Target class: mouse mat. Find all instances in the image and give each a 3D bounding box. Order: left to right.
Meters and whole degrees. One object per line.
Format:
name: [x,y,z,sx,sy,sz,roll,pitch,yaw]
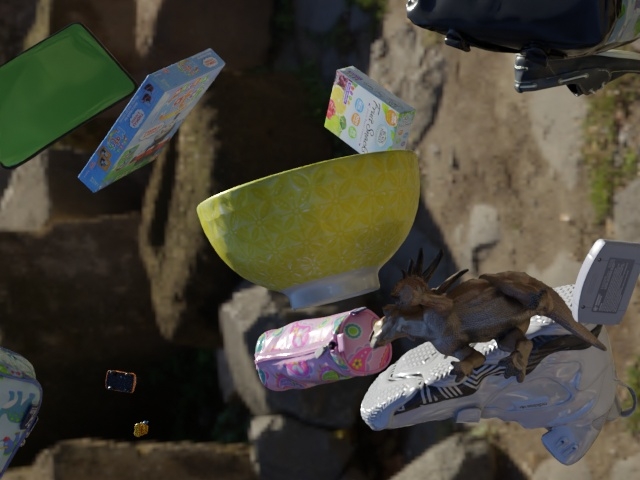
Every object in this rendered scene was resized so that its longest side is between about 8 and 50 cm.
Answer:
mouse mat: [-0.331,-0.176,1.427,0.152,0.189,0.007,47,164,29]

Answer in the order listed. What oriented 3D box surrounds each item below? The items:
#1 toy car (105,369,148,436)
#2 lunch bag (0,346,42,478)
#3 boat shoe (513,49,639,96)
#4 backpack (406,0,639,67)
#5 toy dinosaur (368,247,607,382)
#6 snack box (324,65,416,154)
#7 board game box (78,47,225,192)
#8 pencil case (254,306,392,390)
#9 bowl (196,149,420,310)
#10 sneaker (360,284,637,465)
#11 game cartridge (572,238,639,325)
toy car: [-0.332,0.280,2.055,0.060,0.040,0.122,-14,81,22]
lunch bag: [-0.446,0.195,1.383,0.176,0.219,0.090,-58,33,8]
boat shoe: [0.415,-0.265,1.870,0.084,0.233,0.079,-131,42,-76]
backpack: [0.328,-0.354,1.567,0.290,0.355,0.273,15,99,37]
toy dinosaur: [0.197,0.081,1.476,0.200,0.295,0.127,-66,-28,-73]
snack box: [0.071,-0.180,1.756,0.141,0.037,0.100,40,133,34]
board game box: [-0.239,-0.171,1.691,0.039,0.160,0.211,44,125,5]
pencil case: [-0.002,0.193,2.086,0.284,0.124,0.124,-17,75,53]
bowl: [0.000,0.000,1.500,0.289,0.289,0.156,-24,79,64]
sneaker: [0.250,0.223,1.645,0.210,0.366,0.137,60,-167,-15]
game cartridge: [0.263,0.038,1.095,0.017,0.056,0.083,-126,46,-58]
